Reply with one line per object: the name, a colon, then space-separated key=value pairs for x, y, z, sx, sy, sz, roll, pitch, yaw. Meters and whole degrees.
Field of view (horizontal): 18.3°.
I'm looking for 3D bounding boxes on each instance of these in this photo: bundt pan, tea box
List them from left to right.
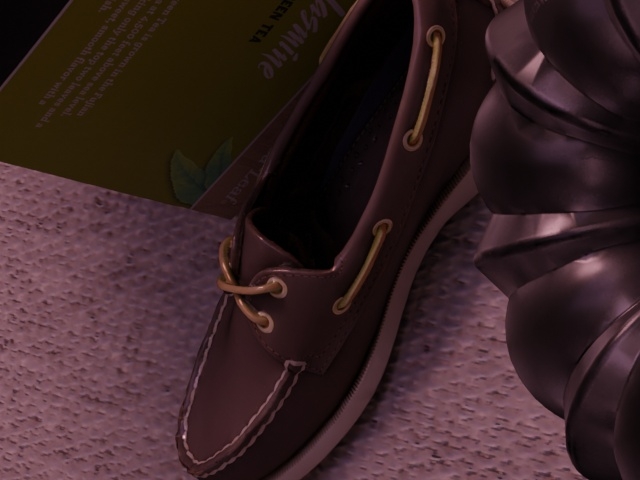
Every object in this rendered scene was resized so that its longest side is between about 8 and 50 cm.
tea box: x=-0.155 y=-0.226 z=1.134 sx=0.220 sy=0.324 sz=0.329 roll=-45 pitch=50 yaw=30
bundt pan: x=0.176 y=-0.020 z=0.783 sx=0.331 sy=0.124 sz=0.330 roll=14 pitch=108 yaw=54

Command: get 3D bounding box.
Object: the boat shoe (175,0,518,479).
boat shoe: x=0.000 y=0.000 z=1.065 sx=0.324 sy=0.097 sz=0.116 roll=-58 pitch=44 yaw=18
